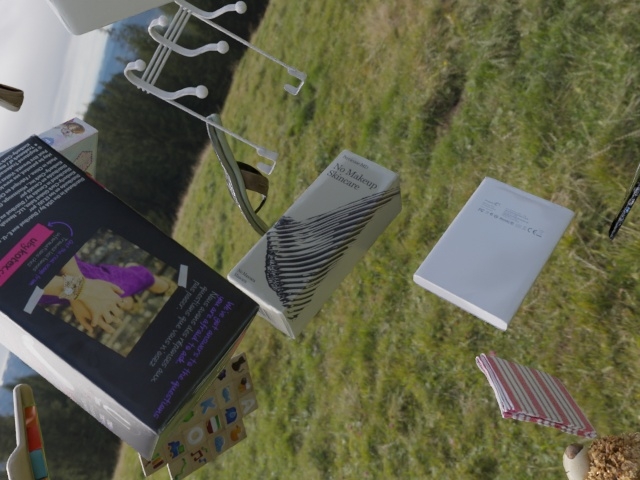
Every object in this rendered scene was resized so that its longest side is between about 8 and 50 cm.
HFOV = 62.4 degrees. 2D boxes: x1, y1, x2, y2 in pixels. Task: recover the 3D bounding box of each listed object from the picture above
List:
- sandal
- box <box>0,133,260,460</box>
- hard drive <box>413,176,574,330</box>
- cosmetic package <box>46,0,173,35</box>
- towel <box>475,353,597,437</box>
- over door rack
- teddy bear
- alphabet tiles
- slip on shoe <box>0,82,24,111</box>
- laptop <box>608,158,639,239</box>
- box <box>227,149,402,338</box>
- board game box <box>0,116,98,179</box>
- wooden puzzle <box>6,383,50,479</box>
[{"bbox_3d":[-0.157,-0.133,1.135,0.120,0.086,0.303,50,161,55],"label":"sandal"},{"bbox_3d":[-0.217,0.060,0.507,0.143,0.270,0.165,-51,-3,-34],"label":"box"},{"bbox_3d":[0.374,0.015,1.134,0.319,0.210,0.040,-49,-29,-23],"label":"hard drive"},{"bbox_3d":[-0.169,-0.482,0.508,0.327,0.393,0.330,102,143,-78],"label":"cosmetic package"},{"bbox_3d":[0.389,0.283,0.964,0.144,0.196,0.029,-100,33,-60],"label":"towel"},{"bbox_3d":[-0.169,-0.318,1.004,0.108,0.324,0.240,-19,47,50],"label":"over door rack"},{"bbox_3d":[0.380,0.426,0.793,0.113,0.245,0.338,38,139,43],"label":"teddy bear"},{"bbox_3d":[-0.312,0.433,1.349,0.011,0.342,0.285,-1,106,48],"label":"alphabet tiles"},{"bbox_3d":[-0.619,-0.285,0.970,0.041,0.135,0.051,-54,31,19],"label":"slip on shoe"},{"bbox_3d":[0.524,-0.136,0.698,0.234,0.136,0.264,-49,-27,-31],"label":"laptop"},{"bbox_3d":[0.000,0.000,0.783,0.275,0.113,0.094,-50,-28,-21],"label":"box"},{"bbox_3d":[-0.606,-0.058,1.095,0.319,0.065,0.318,-51,-9,-48],"label":"board game box"},{"bbox_3d":[-0.474,0.383,0.882,0.238,0.044,0.221,25,121,61],"label":"wooden puzzle"}]
